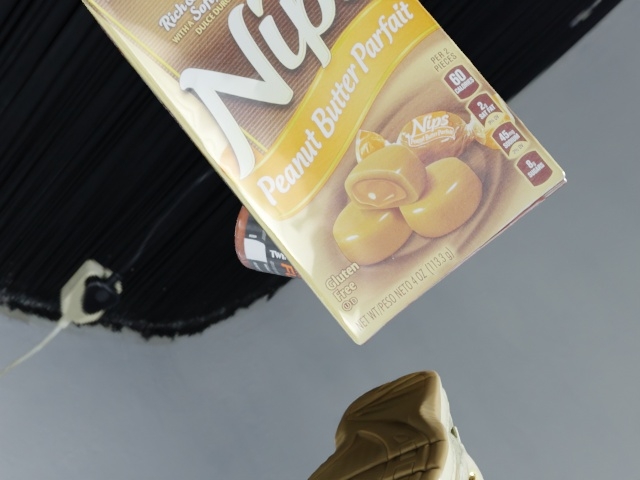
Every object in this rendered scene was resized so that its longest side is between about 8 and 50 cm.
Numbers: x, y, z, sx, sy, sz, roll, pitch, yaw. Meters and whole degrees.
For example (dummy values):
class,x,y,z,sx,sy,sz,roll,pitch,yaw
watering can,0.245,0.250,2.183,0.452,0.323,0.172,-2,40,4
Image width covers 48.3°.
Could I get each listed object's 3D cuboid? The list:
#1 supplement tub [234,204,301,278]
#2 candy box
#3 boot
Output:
class,x,y,z,sx,sy,sz,roll,pitch,yaw
supplement tub,0.000,0.000,0.886,0.197,0.106,0.106,10,7,24
candy box,-0.002,-0.103,0.521,0.316,0.183,0.087,51,-4,4
boot,0.067,0.205,0.398,0.204,0.095,0.262,66,13,-2
